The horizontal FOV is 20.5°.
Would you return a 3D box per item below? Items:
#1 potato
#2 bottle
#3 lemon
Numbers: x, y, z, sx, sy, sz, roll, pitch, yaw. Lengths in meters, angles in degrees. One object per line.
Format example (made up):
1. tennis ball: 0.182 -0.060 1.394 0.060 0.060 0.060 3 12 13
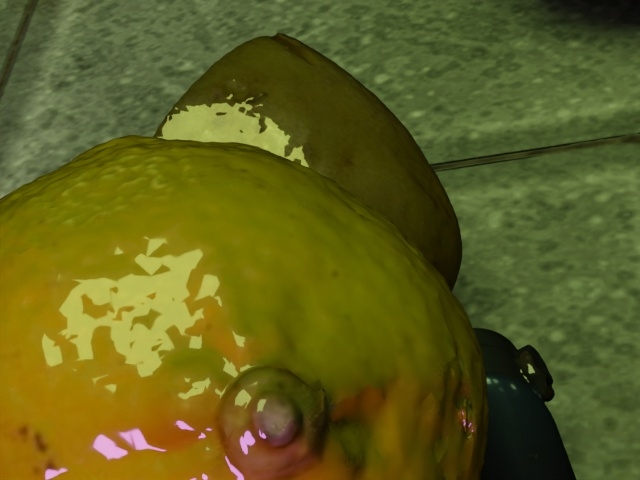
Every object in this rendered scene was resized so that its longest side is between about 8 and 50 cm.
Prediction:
1. potato: 0.000 0.000 0.969 0.158 0.178 0.203 21 41 23
2. bottle: 0.092 0.133 0.818 0.082 0.072 0.244 -29 34 10
3. lemon: -0.061 0.086 0.764 0.268 0.268 0.322 -20 6 -6
